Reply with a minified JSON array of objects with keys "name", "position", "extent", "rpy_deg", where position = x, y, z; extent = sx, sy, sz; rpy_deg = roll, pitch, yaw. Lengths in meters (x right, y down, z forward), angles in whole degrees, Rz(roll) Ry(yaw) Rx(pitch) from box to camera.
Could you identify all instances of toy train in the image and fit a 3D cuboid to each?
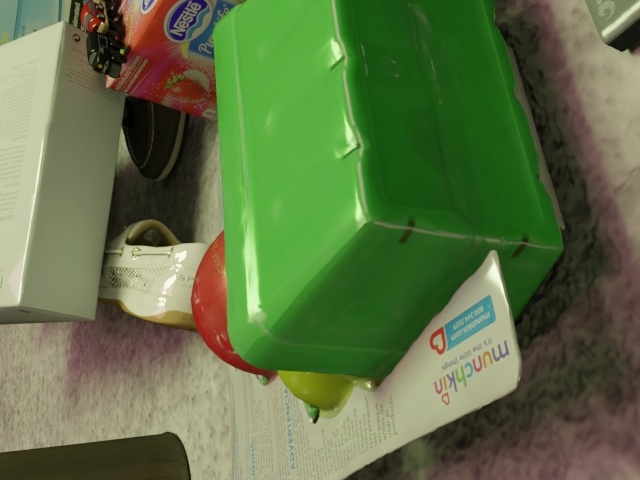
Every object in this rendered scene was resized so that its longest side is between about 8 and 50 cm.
[{"name":"toy train","position":[-0.210,-0.208,0.747],"extent":[0.027,0.036,0.158],"rpy_deg":[-54,39,34]}]

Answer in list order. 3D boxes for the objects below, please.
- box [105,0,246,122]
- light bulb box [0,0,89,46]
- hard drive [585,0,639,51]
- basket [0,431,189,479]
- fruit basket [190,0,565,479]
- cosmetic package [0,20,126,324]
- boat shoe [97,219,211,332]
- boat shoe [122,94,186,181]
[{"name":"box","position":[-0.097,-0.241,0.739],"extent":[0.257,0.128,0.122],"rpy_deg":[-38,48,45]},{"name":"light bulb box","position":[-0.504,-0.408,1.194],"extent":[0.225,0.361,0.357],"rpy_deg":[12,95,59]},{"name":"hard drive","position":[0.179,-0.168,0.376],"extent":[0.135,0.022,0.094],"rpy_deg":[-42,46,44]},{"name":"basket","position":[-0.256,0.269,0.713],"extent":[0.154,0.227,0.204],"rpy_deg":[3,81,58]},{"name":"fruit basket","position":[0.000,0.000,0.518],"extent":[0.353,0.166,0.326],"rpy_deg":[121,147,-54]},{"name":"cosmetic package","position":[-0.382,-0.051,0.867],"extent":[0.377,0.097,0.284],"rpy_deg":[-6,71,36]},{"name":"boat shoe","position":[-0.177,0.027,0.808],"extent":[0.277,0.098,0.096],"rpy_deg":[8,83,51]},{"name":"boat shoe","position":[-0.222,-0.231,0.962],"extent":[0.112,0.096,0.335],"rpy_deg":[-30,55,50]}]
